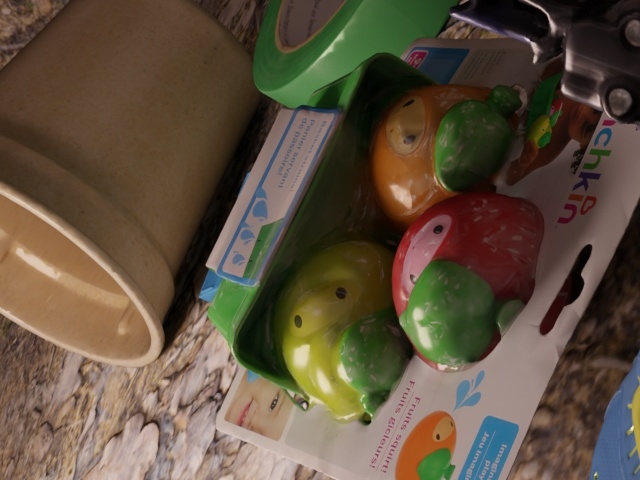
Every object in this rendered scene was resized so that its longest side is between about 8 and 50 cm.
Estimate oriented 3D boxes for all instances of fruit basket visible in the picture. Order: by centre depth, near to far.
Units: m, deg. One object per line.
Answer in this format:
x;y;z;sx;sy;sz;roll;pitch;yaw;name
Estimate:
0.067;0.004;1.266;0.327;0.165;0.353;-64;22;-7;fruit basket

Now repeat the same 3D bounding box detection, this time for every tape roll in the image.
0.053;-0.260;1.805;0.321;0.077;0.321;-50;22;29;tape roll

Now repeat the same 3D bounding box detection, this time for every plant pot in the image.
-0.226;-0.090;1.993;0.305;0.334;0.334;-57;15;-24;plant pot

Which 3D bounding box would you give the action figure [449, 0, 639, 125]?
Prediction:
0.166;-0.076;0.770;0.178;0.341;0.330;-38;-46;-42;action figure

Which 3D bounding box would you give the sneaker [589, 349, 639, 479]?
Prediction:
0.183;0.132;0.933;0.240;0.091;0.126;-82;9;-45;sneaker

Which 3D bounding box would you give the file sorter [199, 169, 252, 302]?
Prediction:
0.000;0.000;1.532;0.170;0.104;0.118;-24;41;60;file sorter
